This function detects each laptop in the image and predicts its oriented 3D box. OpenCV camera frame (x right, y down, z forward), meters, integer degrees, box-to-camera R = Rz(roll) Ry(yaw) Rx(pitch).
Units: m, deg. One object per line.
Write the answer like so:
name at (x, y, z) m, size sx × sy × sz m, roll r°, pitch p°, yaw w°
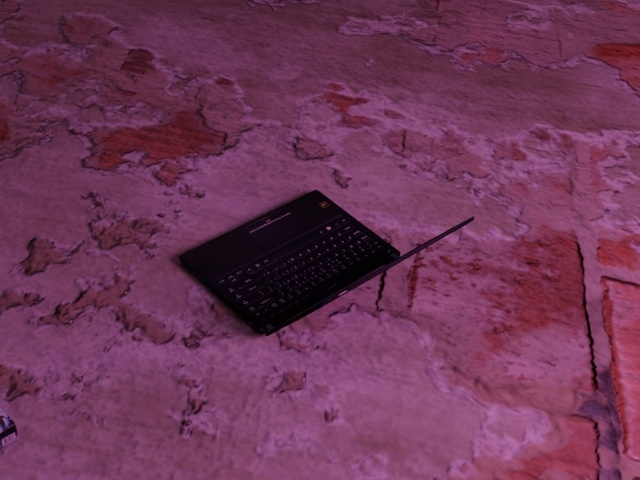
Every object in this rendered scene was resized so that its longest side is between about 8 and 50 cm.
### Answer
laptop at (0.000, 0.000, 1.196) m, size 0.234 × 0.137 × 0.264 m, roll -27°, pitch 50°, yaw -33°

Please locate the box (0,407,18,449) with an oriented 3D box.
box at (-0.387, 0.199, 1.000) m, size 0.094 × 0.027 × 0.137 m, roll 34°, pitch 48°, yaw 31°
